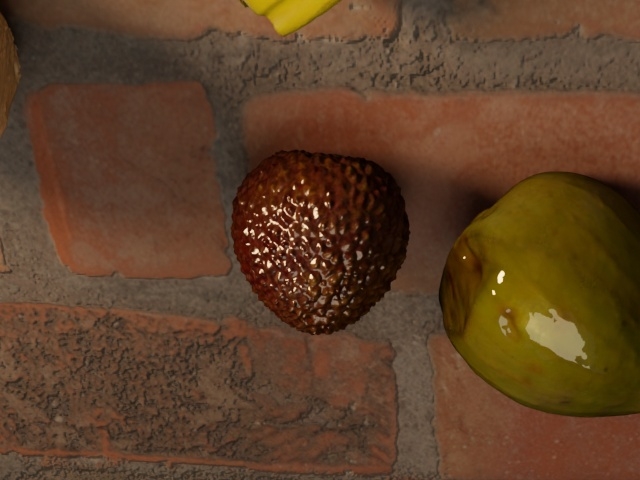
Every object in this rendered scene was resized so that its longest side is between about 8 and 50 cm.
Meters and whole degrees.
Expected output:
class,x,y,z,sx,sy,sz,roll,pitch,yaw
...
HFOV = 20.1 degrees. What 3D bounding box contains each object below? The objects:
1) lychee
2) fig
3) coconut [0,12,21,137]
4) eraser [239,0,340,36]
class,x,y,z,sx,sy,sz,roll,pitch,yaw
lychee,-0.001,-0.004,1.839,0.194,0.194,0.194,4,139,4
fig,0.258,0.067,1.825,0.271,0.239,0.239,36,140,14
coconut,-0.434,-0.151,1.676,0.297,0.254,0.297,5,137,5
eraser,-0.013,-0.285,1.555,0.158,0.069,0.226,43,139,-12
